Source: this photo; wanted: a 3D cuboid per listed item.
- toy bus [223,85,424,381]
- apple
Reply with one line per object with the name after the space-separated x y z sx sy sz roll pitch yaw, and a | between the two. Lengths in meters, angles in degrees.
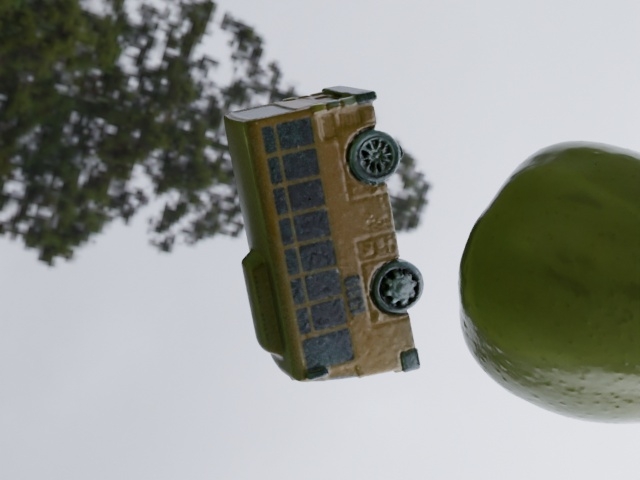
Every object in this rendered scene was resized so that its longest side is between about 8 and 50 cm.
0.000 0.000 0.778 0.091 0.103 0.182 -149 -133 -71 | toy bus
0.348 0.055 1.476 0.357 0.357 0.357 -24 -121 49 | apple
